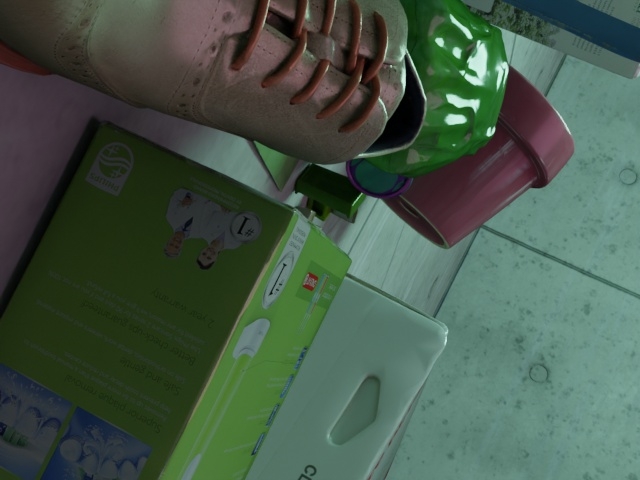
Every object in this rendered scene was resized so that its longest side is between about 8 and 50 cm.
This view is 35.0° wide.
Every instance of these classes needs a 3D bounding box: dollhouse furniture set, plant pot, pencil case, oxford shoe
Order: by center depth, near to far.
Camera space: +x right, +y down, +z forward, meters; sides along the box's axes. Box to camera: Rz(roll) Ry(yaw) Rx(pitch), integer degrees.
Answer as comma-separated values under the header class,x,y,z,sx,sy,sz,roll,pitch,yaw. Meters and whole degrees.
class,x,y,z,sx,sy,sz,roll,pitch,yaw
oxford shoe,-0.030,-0.110,0.448,0.140,0.146,0.397,-66,167,8
pencil case,0.063,-0.107,0.943,0.064,0.070,0.152,-41,-159,35
dollhouse furniture set,0.000,0.000,0.971,0.076,0.058,0.152,-51,161,-46
plant pot,0.158,-0.097,1.162,0.180,0.201,0.201,-48,165,-5

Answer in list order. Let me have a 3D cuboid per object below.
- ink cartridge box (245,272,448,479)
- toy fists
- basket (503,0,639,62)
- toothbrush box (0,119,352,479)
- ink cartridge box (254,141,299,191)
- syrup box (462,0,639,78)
class,x,y,z,sx,sy,sz,roll,pitch,yaw
ink cartridge box,-0.021,0.248,1.100,0.279,0.160,0.385,-54,166,-34
toy fists,0.074,-0.182,0.687,0.142,0.096,0.279,-11,113,-63
basket,0.095,-0.239,0.476,0.201,0.254,0.289,-42,148,-35
toothbrush box,-0.106,0.100,0.597,0.283,0.122,0.206,-65,167,-2
ink cartridge box,0.030,-0.155,0.819,0.235,0.056,0.171,-65,168,-10
syrup box,0.215,-0.246,0.965,0.096,0.237,0.093,-42,153,-59
